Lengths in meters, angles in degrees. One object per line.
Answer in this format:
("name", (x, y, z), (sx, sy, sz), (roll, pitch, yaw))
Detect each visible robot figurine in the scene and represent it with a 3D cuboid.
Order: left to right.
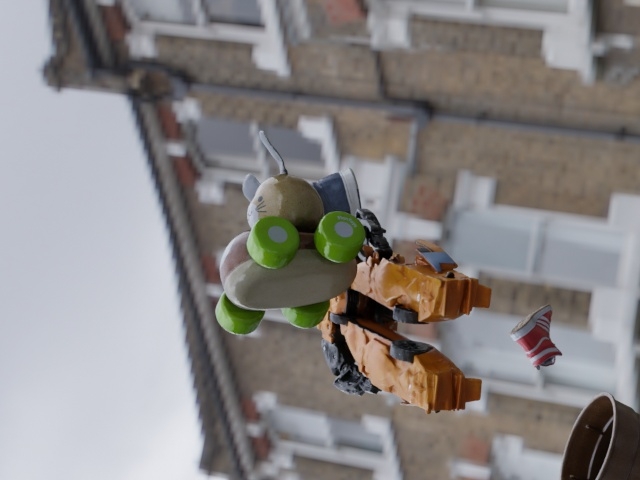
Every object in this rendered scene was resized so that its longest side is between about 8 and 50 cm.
("robot figurine", (0.080, 0.082, 1.883), (0.085, 0.291, 0.211), (1, -79, -24))

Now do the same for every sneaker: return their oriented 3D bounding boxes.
("sneaker", (-0.001, -0.001, 2.984), (0.086, 0.163, 0.226), (-129, 23, -67))
("sneaker", (0.286, 0.126, 2.217), (0.067, 0.042, 0.118), (54, -151, 2))

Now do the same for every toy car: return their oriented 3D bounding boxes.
("toy car", (-0.052, -0.020, 1.847), (0.155, 0.149, 0.188), (117, 141, -49))

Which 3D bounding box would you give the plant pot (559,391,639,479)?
("plant pot", (0.445, 0.316, 2.404), (0.167, 0.165, 0.167), (-160, 90, -79))
